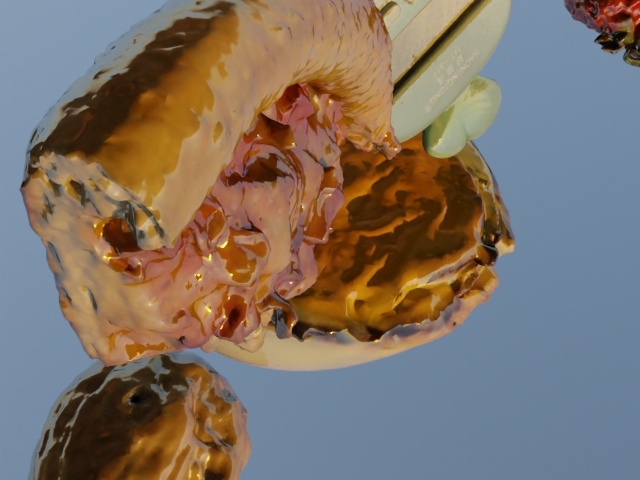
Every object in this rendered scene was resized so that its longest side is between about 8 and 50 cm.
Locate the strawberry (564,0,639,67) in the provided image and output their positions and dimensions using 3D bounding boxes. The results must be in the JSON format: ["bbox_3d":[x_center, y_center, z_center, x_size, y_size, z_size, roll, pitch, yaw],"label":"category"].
[{"bbox_3d":[0.346,-0.303,1.250,0.175,0.106,0.235,8,-117,17],"label":"strawberry"}]

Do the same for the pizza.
[{"bbox_3d":[-0.026,-0.029,0.517,0.074,0.365,0.182,14,-85,12],"label":"pizza"}]

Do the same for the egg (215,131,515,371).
[{"bbox_3d":[-0.003,-0.004,0.972,0.286,0.174,0.264,-11,-119,-17],"label":"egg"}]

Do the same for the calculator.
[{"bbox_3d":[0.054,-0.172,0.826,0.042,0.295,0.184,25,-115,43],"label":"calculator"}]

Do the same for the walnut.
[{"bbox_3d":[-0.162,0.201,1.076,0.198,0.198,0.245,12,-132,13],"label":"walnut"}]
